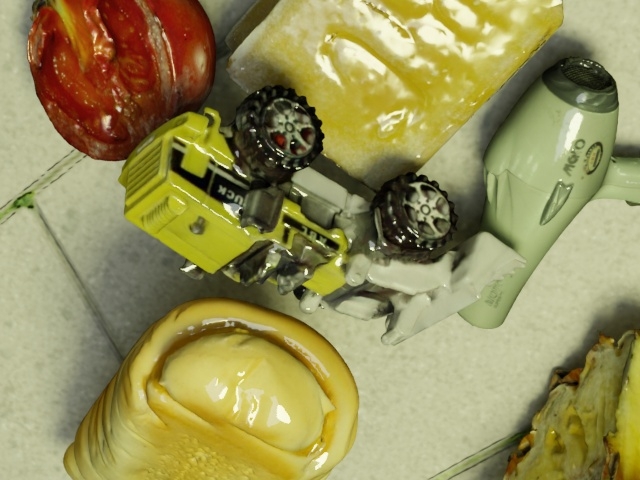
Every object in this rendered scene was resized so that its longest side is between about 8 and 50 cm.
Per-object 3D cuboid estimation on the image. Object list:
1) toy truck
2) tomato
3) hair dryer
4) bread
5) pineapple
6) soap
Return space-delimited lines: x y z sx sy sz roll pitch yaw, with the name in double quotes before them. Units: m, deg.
"toy truck" 0.000 0.000 1.168 0.285 0.111 0.136 27 146 -23
"tomato" -0.128 -0.134 1.192 0.139 0.091 0.159 55 133 7
"hair dryer" 0.194 -0.009 1.259 0.225 0.088 0.219 28 122 -26
"bread" -0.074 0.134 1.244 0.172 0.121 0.311 29 150 -7
"pineapple" 0.214 0.180 1.272 0.114 0.186 0.236 30 107 -12
"soap" 0.072 -0.171 1.169 0.160 0.080 0.257 36 113 -18
